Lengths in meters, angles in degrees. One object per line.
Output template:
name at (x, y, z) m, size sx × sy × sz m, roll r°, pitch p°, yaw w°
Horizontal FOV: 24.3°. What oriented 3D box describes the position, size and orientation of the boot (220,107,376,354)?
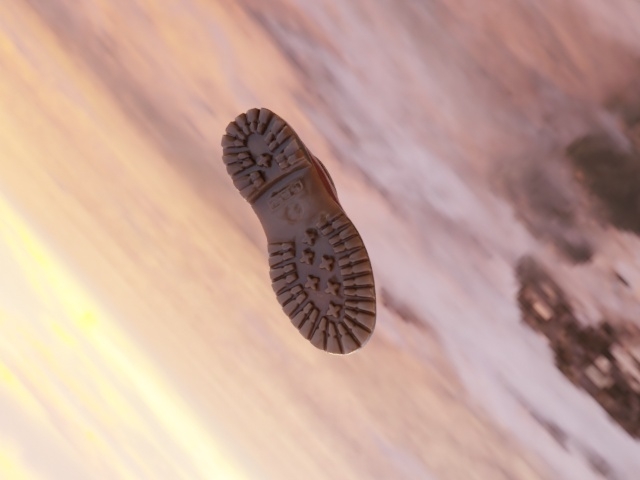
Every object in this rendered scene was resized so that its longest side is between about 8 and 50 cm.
boot at (0.000, 0.000, 0.885) m, size 0.158 × 0.059 × 0.084 m, roll 67°, pitch -168°, yaw 22°
